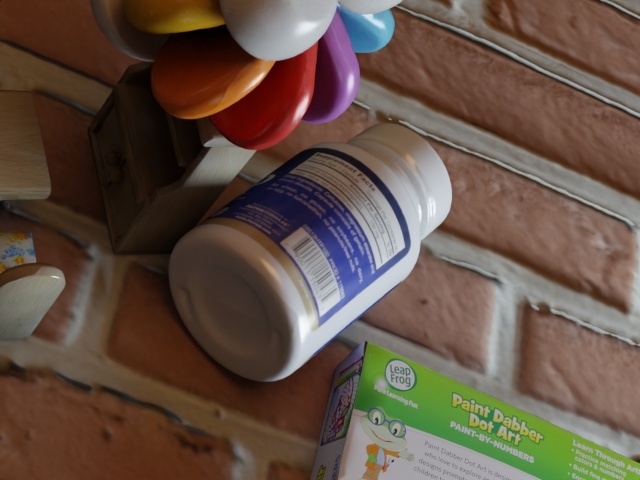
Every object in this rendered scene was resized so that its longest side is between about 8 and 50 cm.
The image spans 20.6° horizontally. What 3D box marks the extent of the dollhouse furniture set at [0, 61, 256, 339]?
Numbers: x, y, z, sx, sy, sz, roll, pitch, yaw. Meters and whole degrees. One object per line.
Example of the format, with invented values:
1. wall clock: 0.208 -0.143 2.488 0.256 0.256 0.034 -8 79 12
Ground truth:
1. dollhouse furniture set: -0.179 -0.069 1.066 0.242 0.161 0.212 -1 63 -30

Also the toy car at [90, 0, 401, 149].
1. toy car: -0.027 -0.125 1.004 0.182 0.159 0.136 -31 115 -38

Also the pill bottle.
1. pill bottle: 0.000 0.000 1.157 0.112 0.112 0.186 49 51 5

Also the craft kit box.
1. craft kit box: 0.103 0.220 1.122 0.250 0.061 0.247 25 56 -14
